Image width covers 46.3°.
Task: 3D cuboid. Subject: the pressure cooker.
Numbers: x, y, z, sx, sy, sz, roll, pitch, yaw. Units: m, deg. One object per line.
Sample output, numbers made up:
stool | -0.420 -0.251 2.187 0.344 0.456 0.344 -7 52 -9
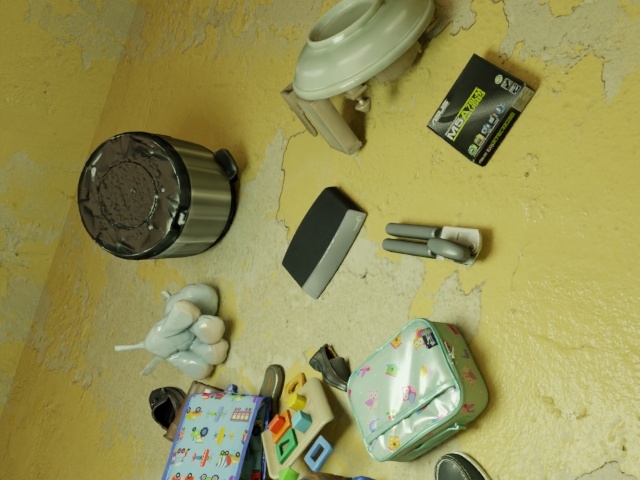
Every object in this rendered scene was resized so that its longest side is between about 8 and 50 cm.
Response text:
pressure cooker | -0.458 -0.121 2.211 0.370 0.420 0.375 12 95 21

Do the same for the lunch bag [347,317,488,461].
lunch bag | 0.186 0.300 1.475 0.279 0.108 0.224 -45 44 30

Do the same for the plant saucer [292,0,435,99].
plant saucer | 0.079 -0.506 1.812 0.400 0.100 0.400 -28 32 19

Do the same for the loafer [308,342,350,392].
loafer | 0.034 0.293 1.708 0.170 0.062 0.061 33 97 50

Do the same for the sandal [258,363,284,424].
sandal | -0.142 0.417 1.872 0.090 0.060 0.219 -2 74 51

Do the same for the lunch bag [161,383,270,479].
lunch bag | -0.245 0.490 1.810 0.221 0.138 0.293 -5 64 28

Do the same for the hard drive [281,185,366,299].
hard drive | 0.000 0.000 1.872 0.254 0.054 0.172 -60 40 15

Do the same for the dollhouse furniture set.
dollhouse furniture set | 0.123 -0.406 1.900 0.355 0.174 0.303 -43 30 -8

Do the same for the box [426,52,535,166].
box | 0.334 -0.278 1.585 0.190 0.045 0.184 -57 42 17

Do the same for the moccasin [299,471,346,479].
moccasin | -0.084 0.631 1.664 0.380 0.147 0.139 -49 57 21

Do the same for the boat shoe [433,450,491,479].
boat shoe | 0.264 0.505 1.307 0.114 0.091 0.302 -50 43 25

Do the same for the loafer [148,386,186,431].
loafer | -0.440 0.495 2.178 0.302 0.095 0.109 19 90 52

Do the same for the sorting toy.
sorting toy | -0.065 0.412 1.685 0.196 0.047 0.347 -49 22 8

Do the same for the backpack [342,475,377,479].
backpack | 0.088 0.529 1.511 0.120 0.098 0.101 -26 52 44

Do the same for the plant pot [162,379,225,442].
plant pot | -0.309 0.470 1.987 0.167 0.167 0.165 7 73 52

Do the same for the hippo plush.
hippo plush | -0.380 0.256 2.163 0.294 0.234 0.236 -34 18 19

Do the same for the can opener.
can opener | 0.225 -0.001 1.575 0.280 0.093 0.074 9 83 57
